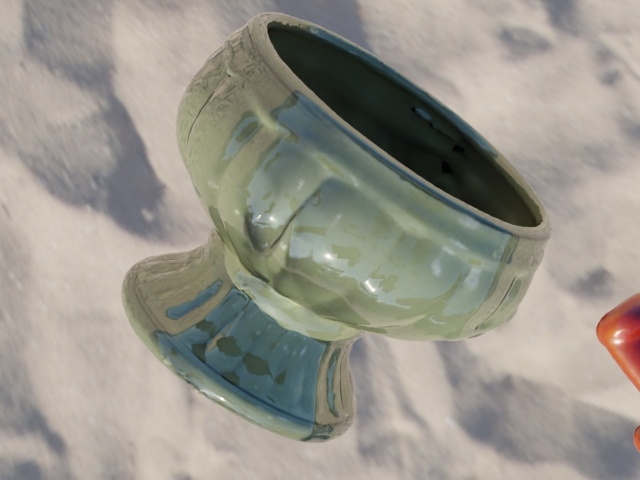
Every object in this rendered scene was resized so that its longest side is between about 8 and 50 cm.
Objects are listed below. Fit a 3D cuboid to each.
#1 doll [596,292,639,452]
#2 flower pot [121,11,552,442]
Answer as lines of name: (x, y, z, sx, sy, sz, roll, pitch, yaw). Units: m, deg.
doll: (0.246, 0.124, 1.061, 0.142, 0.076, 0.245, -31, 83, -33)
flower pot: (0.000, 0.000, 1.510, 0.307, 0.307, 0.244, 29, 110, -24)
